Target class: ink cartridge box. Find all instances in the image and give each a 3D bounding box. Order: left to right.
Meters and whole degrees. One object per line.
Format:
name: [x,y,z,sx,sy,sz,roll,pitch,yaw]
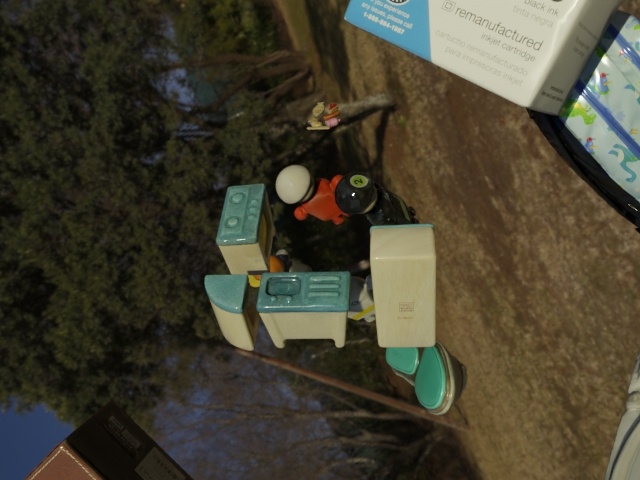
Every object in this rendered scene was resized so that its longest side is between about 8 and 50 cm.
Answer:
ink cartridge box: [0.248,-0.396,0.798,0.285,0.395,0.166,34,-158,24]

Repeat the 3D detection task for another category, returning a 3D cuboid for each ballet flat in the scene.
ballet flat: [0.136,0.150,0.763,0.213,0.068,0.072,-155,79,-79]

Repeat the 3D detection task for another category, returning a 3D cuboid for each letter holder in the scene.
letter holder: [-0.244,0.392,0.789,0.302,0.214,0.152,45,-176,-1]

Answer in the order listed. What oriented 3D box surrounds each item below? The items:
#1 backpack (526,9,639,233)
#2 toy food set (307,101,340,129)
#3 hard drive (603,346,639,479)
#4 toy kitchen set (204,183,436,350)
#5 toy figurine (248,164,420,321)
backpack: [0.484,-0.203,1.070,0.355,0.273,0.290,29,-151,-9]
toy food set: [0.013,-0.289,1.535,0.122,0.078,0.019,-66,-29,-45]
hard drive: [0.254,0.078,0.290,0.064,0.237,0.339,53,-134,-6]
toy kitchen set: [0.000,0.000,0.612,0.122,0.207,0.166,81,-170,-45]
toy figurine: [0.012,0.003,0.933,0.148,0.209,0.213,25,175,-43]
